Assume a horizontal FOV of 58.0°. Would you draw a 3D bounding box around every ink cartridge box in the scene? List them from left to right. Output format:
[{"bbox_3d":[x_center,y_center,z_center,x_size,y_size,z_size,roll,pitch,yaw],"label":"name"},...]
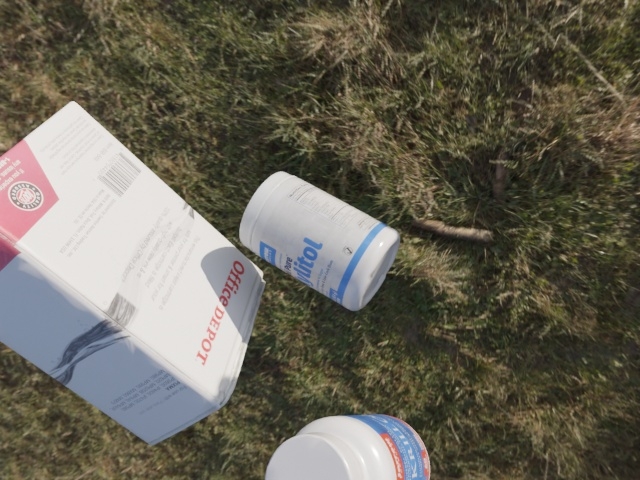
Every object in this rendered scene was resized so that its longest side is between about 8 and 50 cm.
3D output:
[{"bbox_3d":[-0.158,0.025,0.444,0.092,0.158,0.218,-36,112,27],"label":"ink cartridge box"}]

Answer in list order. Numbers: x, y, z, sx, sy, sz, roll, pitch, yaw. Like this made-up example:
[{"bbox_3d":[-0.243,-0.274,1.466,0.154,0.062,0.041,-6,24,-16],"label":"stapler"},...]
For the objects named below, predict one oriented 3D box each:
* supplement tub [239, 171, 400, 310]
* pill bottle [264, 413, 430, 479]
[{"bbox_3d":[0.000,0.000,0.445,0.107,0.071,0.071,28,101,17],"label":"supplement tub"},{"bbox_3d":[0.034,0.253,0.625,0.124,0.221,0.124,-7,74,23],"label":"pill bottle"}]
